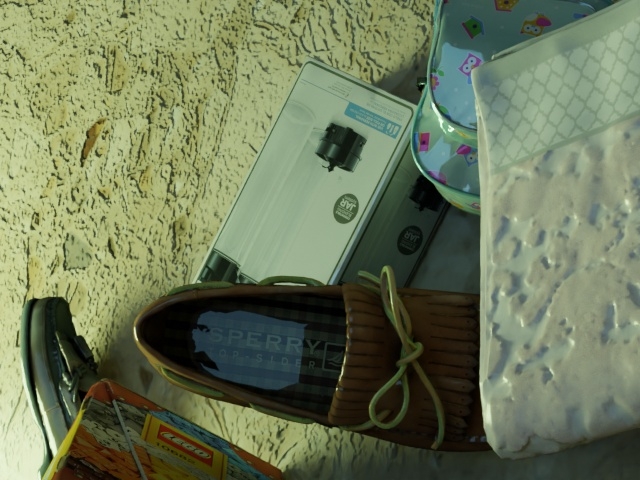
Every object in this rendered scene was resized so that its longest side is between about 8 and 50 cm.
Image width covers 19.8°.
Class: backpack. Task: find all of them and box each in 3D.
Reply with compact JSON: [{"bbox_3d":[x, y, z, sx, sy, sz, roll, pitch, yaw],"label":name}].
[{"bbox_3d":[0.157,-0.112,1.490,0.166,0.144,0.188,10,88,12],"label":"backpack"}]

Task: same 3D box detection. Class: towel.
[{"bbox_3d":[0.242,-0.035,1.248,0.332,0.053,0.317,-22,59,38],"label":"towel"}]

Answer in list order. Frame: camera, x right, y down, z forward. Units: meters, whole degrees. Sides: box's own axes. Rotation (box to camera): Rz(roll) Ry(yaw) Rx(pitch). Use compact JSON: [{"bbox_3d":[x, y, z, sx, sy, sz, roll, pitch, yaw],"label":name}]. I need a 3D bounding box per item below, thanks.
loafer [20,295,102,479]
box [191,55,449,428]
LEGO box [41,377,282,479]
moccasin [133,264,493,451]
[{"bbox_3d":[-0.230,0.175,1.788,0.084,0.096,0.267,-16,68,15],"label":"loafer"},{"bbox_3d":[0.000,0.000,1.636,0.169,0.087,0.290,31,95,44],"label":"box"},{"bbox_3d":[-0.229,0.401,1.483,0.500,0.193,0.372,-61,5,6],"label":"LEGO box"},{"bbox_3d":[0.038,0.088,1.463,0.380,0.147,0.139,12,89,16],"label":"moccasin"}]
